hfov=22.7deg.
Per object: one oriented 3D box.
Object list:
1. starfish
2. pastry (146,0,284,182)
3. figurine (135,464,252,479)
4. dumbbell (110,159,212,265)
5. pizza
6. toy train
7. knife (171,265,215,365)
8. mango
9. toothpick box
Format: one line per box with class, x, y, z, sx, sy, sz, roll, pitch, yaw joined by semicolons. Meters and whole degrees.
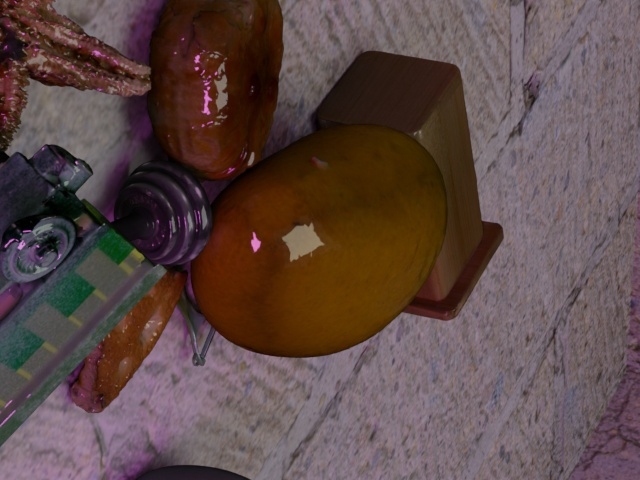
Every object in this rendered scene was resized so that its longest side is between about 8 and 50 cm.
starfish;-0.263;-0.165;1.299;0.312;0.113;0.303;1;102;-56
pastry;-0.104;-0.172;1.628;0.229;0.100;0.218;45;57;-66
figurine;-0.158;0.403;1.882;0.382;0.225;0.205;117;-13;-46
dumbbell;-0.205;-0.003;1.542;0.254;0.110;0.110;-27;130;-51
pizza;-0.213;0.085;1.635;0.182;0.062;0.161;-63;161;-12
toy train;-0.281;0.057;1.296;0.301;0.120;0.202;-47;149;-2
knife;-0.149;0.075;1.799;0.166;0.023;0.078;69;30;-53
mango;0.000;0.000;1.793;0.301;0.220;0.445;-48;168;10
toothpick box;0.109;-0.076;2.088;0.187;0.190;0.308;-54;145;-37
